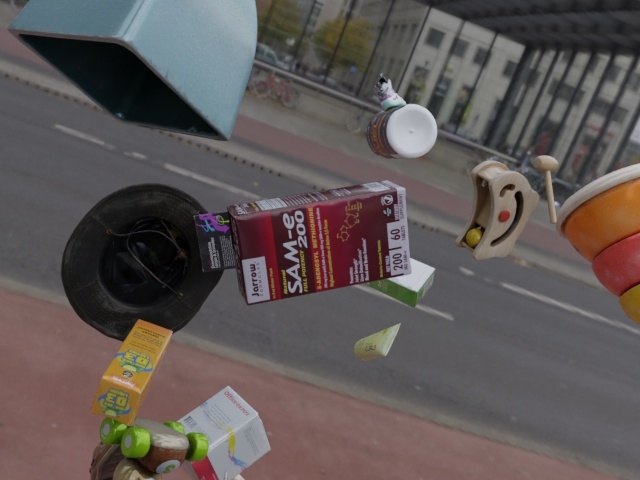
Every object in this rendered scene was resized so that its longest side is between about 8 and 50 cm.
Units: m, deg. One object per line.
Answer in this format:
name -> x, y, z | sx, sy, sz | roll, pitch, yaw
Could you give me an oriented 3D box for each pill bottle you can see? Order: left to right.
pill bottle -> 0.192, -0.269, 1.910 | 0.130, 0.130, 0.246 | 19, 1, -13

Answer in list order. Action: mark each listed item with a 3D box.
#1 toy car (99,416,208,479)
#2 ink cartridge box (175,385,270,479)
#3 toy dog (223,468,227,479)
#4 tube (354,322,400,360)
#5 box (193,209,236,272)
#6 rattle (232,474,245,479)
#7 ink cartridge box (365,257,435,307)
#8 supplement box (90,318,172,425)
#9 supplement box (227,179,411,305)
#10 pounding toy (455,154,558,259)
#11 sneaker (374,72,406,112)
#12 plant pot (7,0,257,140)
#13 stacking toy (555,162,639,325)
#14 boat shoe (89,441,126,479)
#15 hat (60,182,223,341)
toy car -> -0.312, 0.418, 1.345 | 0.149, 0.188, 0.155 | 8, -8, 46
ink cartridge box -> -0.222, 0.435, 1.660 | 0.176, 0.127, 0.128 | -33, 39, -23
toy dog -> -0.076, 0.428, 1.079 | 0.220, 0.333, 0.161 | 39, 61, 10
tube -> 0.150, 0.271, 1.986 | 0.062, 0.070, 0.240 | -11, -10, -17
box -> -0.160, -0.005, 1.497 | 0.162, 0.116, 0.029 | -7, 8, 1
rattle -> -0.221, 0.653, 1.868 | 0.200, 0.130, 0.143 | 30, 14, 25
ink cartridge box -> 0.188, 0.086, 2.034 | 0.209, 0.062, 0.109 | 24, 46, 22
supplement box -> -0.336, 0.233, 1.373 | 0.078, 0.080, 0.233 | 21, 21, -5
supplement box -> 0.000, 0.000, 1.058 | 0.239, 0.130, 0.073 | -11, 17, -12
pounding toy -> 0.409, -0.073, 1.656 | 0.154, 0.269, 0.155 | 15, 18, -34
sneaker -> 0.121, -0.265, 1.352 | 0.069, 0.038, 0.098 | 67, 14, 0
plant pot -> -0.234, -0.326, 1.102 | 0.247, 0.252, 0.248 | 15, -16, 33
stacking toy -> 0.776, 0.087, 1.742 | 0.351, 0.351, 0.479 | 11, 56, -40
boat shoe -> -0.575, 0.590, 2.069 | 0.111, 0.307, 0.104 | -1, 46, -39
hat -> -0.367, 0.036, 1.569 | 0.331, 0.331, 0.134 | 17, 6, -20
